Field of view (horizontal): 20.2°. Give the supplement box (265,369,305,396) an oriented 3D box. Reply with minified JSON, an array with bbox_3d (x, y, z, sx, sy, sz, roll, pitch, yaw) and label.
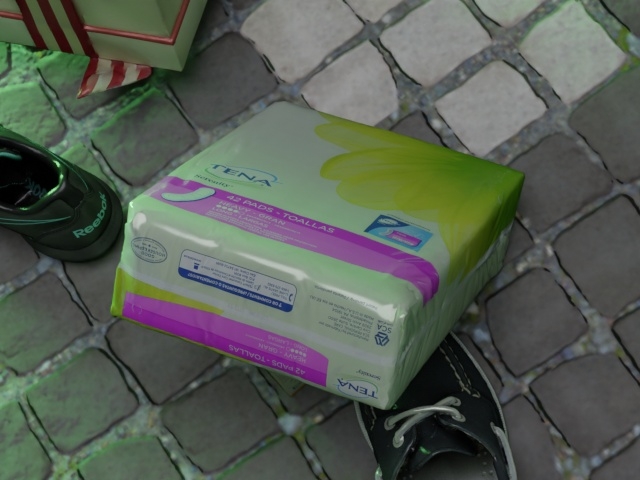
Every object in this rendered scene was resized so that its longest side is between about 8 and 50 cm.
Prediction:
[{"bbox_3d":[-0.039,0.080,1.413,0.036,0.098,0.062,-40,68,-4],"label":"supplement box"}]

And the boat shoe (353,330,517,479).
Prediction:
[{"bbox_3d":[0.097,0.171,1.357,0.114,0.091,0.302,-25,68,1],"label":"boat shoe"}]

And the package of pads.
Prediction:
[{"bbox_3d":[0.000,0.000,1.348,0.229,0.296,0.101,18,116,17],"label":"package of pads"}]

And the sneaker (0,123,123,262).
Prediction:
[{"bbox_3d":[-0.291,-0.070,1.515,0.267,0.106,0.101,20,77,18],"label":"sneaker"}]

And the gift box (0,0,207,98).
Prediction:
[{"bbox_3d":[-0.218,-0.282,1.490,0.255,0.258,0.276,15,67,15],"label":"gift box"}]
